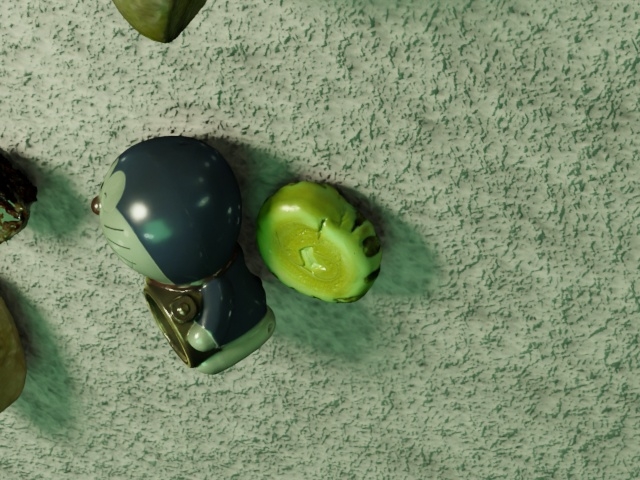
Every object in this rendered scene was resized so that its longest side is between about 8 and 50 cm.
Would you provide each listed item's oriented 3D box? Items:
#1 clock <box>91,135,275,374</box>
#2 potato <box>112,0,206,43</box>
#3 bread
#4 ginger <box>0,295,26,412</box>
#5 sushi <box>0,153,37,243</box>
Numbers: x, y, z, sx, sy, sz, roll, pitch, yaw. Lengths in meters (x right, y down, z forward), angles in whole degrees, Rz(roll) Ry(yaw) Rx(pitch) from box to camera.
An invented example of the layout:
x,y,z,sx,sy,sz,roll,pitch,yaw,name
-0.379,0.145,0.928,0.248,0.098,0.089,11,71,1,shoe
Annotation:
x,y,z,sx,sy,sz,roll,pitch,yaw,name
-0.141,0.004,1.960,0.146,0.199,0.243,-25,125,-10,clock
-0.128,-0.290,1.625,0.112,0.255,0.269,22,134,1,potato
0.000,0.000,1.954,0.139,0.071,0.130,25,131,7,bread
-0.426,0.118,2.197,0.152,0.138,0.267,-7,115,45,ginger
-0.353,-0.049,2.046,0.098,0.094,0.084,-31,118,22,sushi
